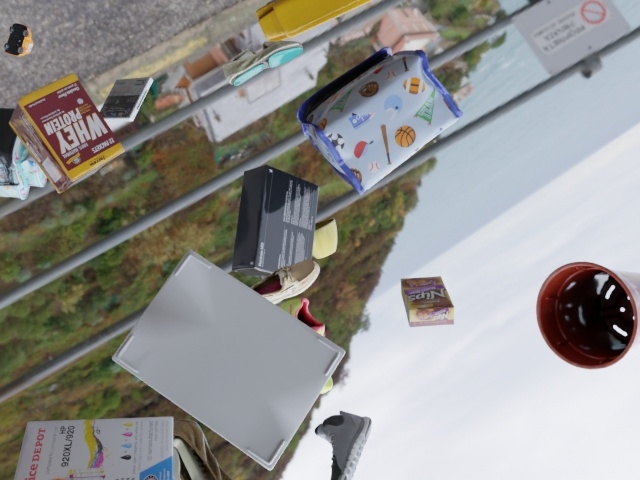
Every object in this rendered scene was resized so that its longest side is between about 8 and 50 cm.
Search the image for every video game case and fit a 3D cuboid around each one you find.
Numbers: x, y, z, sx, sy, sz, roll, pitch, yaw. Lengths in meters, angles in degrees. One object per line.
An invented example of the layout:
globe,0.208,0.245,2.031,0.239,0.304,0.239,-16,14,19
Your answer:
video game case,-0.684,-0.491,2.100,0.022,0.190,0.173,43,62,-50

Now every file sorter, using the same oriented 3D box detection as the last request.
file sorter,-0.129,0.182,0.938,0.193,0.277,0.173,-56,171,-10

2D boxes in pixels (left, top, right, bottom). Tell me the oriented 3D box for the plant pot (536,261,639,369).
plant pot,0.767,0.188,1.596,0.265,0.273,0.272,0,152,-37

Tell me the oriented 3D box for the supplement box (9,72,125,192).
supplement box,-0.559,-0.229,1.321,0.129,0.191,0.194,-39,-164,-29

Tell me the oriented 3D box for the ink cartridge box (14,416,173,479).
ink cartridge box,-0.361,0.406,0.974,0.232,0.171,0.168,2,124,-15

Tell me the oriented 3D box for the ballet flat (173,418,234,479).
ballet flat,-0.268,0.552,1.365,0.116,0.342,0.124,-49,151,17

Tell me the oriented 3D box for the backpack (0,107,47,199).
backpack,-0.902,-0.247,1.778,0.190,0.225,0.253,7,146,-20

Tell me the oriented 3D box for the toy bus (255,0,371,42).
toy bus,-0.014,-0.642,1.633,0.332,0.108,0.130,-20,-155,16

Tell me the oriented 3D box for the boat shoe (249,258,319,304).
boat shoe,-0.080,0.089,1.301,0.170,0.063,0.059,-33,144,-6

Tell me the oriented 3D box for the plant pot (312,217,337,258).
plant pot,0.000,0.000,1.885,0.134,0.095,0.134,-22,-169,4

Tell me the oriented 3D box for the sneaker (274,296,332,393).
sneaker,-0.023,0.209,1.214,0.094,0.209,0.081,-31,174,25

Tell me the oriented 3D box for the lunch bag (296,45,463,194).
lunch bag,0.125,-0.331,1.571,0.327,0.239,0.385,-35,-161,2

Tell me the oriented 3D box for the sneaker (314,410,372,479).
sneaker,0.034,0.527,1.514,0.229,0.132,0.086,-56,157,-44

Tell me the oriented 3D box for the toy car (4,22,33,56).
toy car,-0.573,-0.355,1.090,0.121,0.060,0.040,0,177,14

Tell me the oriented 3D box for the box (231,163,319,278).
box,-0.111,-0.036,1.526,0.103,0.262,0.184,-7,161,43

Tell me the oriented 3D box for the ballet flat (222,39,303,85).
ballet flat,-0.115,-0.363,1.184,0.168,0.052,0.057,-29,172,-11

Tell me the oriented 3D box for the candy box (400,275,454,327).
candy box,0.264,0.149,1.504,0.109,0.053,0.187,-4,-159,2
